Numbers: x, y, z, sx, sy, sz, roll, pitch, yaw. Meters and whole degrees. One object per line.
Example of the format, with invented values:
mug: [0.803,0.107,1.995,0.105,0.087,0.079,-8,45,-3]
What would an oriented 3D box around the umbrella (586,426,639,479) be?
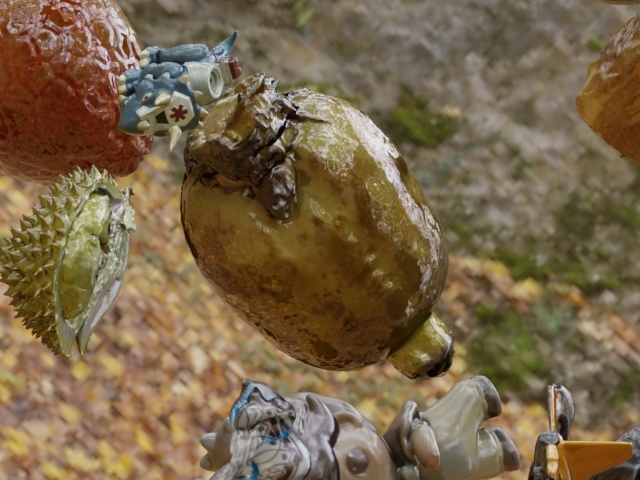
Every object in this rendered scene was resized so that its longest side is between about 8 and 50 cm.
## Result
umbrella: [0.414,0.263,1.607,0.128,0.337,0.154,-24,94,-59]

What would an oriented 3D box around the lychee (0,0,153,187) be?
lychee: [-0.324,-0.186,1.728,0.300,0.255,0.255,21,-6,2]

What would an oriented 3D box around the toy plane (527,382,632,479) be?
toy plane: [0.203,0.295,1.305,0.204,0.103,0.316,-79,171,-52]

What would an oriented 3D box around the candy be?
candy: [-0.101,0.187,1.005,0.094,0.226,0.051,45,-13,11]

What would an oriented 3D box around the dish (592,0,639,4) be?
dish: [0.412,-0.441,2.119,0.324,0.124,0.324,13,-37,10]

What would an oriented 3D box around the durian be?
durian: [-0.220,-0.002,1.334,0.102,0.208,0.146,13,-53,14]

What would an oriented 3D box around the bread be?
bread: [0.417,-0.192,1.530,0.195,0.149,0.344,36,-32,-9]

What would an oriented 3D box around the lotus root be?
lotus root: [0.000,0.000,1.114,0.314,0.169,0.141,53,-3,-31]

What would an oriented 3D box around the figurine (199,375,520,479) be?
figurine: [0.048,0.276,1.846,0.203,0.381,0.248,-124,-161,-65]

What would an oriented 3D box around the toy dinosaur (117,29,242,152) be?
toy dinosaur: [-0.066,-0.073,0.709,0.047,0.083,0.030,0,-57,23]
